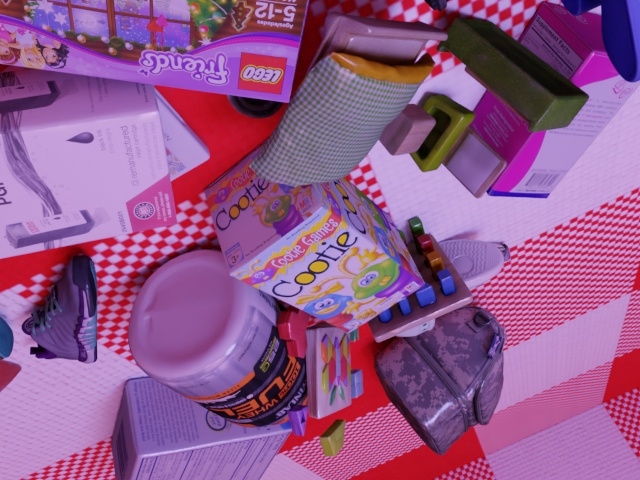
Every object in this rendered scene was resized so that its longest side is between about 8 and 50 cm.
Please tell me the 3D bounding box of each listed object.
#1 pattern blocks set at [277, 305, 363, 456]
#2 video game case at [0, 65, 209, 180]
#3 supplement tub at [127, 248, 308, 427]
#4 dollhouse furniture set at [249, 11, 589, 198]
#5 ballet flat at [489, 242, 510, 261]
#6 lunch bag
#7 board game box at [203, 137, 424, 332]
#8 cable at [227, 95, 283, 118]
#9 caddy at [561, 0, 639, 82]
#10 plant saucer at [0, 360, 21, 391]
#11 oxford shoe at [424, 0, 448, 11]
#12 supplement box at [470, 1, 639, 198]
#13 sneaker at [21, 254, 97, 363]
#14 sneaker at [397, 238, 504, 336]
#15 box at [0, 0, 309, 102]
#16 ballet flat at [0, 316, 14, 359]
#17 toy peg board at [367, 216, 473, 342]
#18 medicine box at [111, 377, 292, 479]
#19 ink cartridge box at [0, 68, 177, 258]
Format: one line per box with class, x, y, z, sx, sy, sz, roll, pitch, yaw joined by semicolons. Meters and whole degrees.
pattern blocks set;0.016;0.201;0.968;0.026;0.286;0.325;-3;-173;19
video game case;-0.266;-0.097;0.636;0.226;0.026;0.206;-28;144;8
supplement tub;-0.125;0.165;0.904;0.193;0.194;0.316;-27;145;6
dollhouse furniture set;0.109;-0.112;0.632;0.301;0.151;0.198;-17;148;-45
ballet flat;0.294;0.026;1.094;0.114;0.041;0.041;-11;143;-16
lunch bag;0.278;0.288;1.285;0.256;0.212;0.305;-38;146;-8
board game box;0.000;0.000;0.804;0.144;0.142;0.275;-36;143;17
cable;-0.077;-0.217;0.543;0.139;0.072;0.287;-7;140;-17
caddy;0.285;-0.300;0.494;0.179;0.241;0.341;-31;144;18
plant saucer;-0.617;0.227;0.844;0.258;0.048;0.259;-33;144;14
oxford shoe;0.102;-0.304;0.524;0.096;0.083;0.227;-29;145;1
supplement box;0.289;-0.170;0.769;0.111;0.114;0.220;0;140;-27
sneaker;-0.350;0.104;0.803;0.098;0.083;0.224;0;140;-21
sneaker;0.209;0.091;1.073;0.255;0.094;0.151;-21;140;15
box;-0.150;-0.217;0.448;0.293;0.057;0.201;5;140;-10
ballet flat;-0.447;0.085;0.737;0.077;0.077;0.231;4;141;-7
toy peg board;0.125;0.050;0.935;0.161;0.161;0.079;-24;129;2
medicine box;-0.235;0.380;1.158;0.289;0.149;0.264;-1;139;-28
ink cartridge box;-0.258;-0.074;0.570;0.217;0.092;0.159;-11;142;-14
